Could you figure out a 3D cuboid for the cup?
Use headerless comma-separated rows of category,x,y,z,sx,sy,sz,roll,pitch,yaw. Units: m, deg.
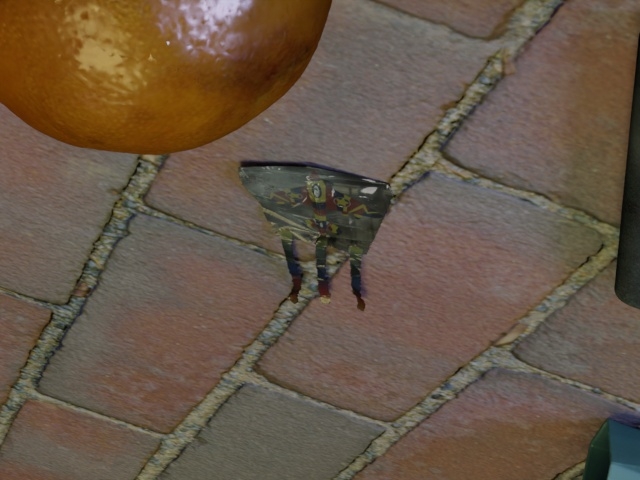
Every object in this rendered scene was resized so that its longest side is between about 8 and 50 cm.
cup,0.401,0.290,1.843,0.236,0.148,0.134,14,-175,0

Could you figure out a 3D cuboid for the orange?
orange,-0.115,-0.182,1.093,0.261,0.261,0.261,11,152,6

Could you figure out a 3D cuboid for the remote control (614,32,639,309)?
remote control,0.295,-0.045,1.375,0.107,0.044,0.377,12,152,14

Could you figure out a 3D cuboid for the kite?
kite,0.000,-0.001,1.620,0.141,0.015,0.245,10,148,10
